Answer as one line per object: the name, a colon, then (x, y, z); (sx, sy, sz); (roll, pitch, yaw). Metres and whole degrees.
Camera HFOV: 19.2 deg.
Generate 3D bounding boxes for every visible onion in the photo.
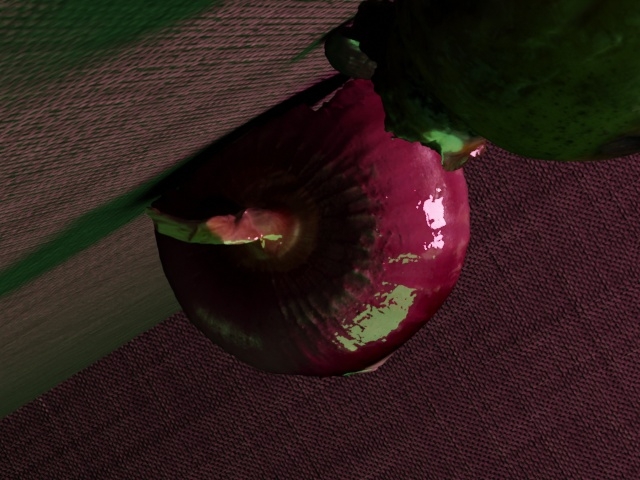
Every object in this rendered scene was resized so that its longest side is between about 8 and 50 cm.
onion: (0.002, -0.001, 1.261); (0.207, 0.200, 0.200); (-36, 179, -8)

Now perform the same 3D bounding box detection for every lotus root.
lotus root: (0.103, -0.099, 0.689); (0.278, 0.154, 0.154); (-29, 179, 40)

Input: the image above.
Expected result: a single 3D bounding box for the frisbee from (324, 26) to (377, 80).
frisbee: (0.107, -0.132, 0.990); (0.211, 0.012, 0.187); (-3, 154, -2)
